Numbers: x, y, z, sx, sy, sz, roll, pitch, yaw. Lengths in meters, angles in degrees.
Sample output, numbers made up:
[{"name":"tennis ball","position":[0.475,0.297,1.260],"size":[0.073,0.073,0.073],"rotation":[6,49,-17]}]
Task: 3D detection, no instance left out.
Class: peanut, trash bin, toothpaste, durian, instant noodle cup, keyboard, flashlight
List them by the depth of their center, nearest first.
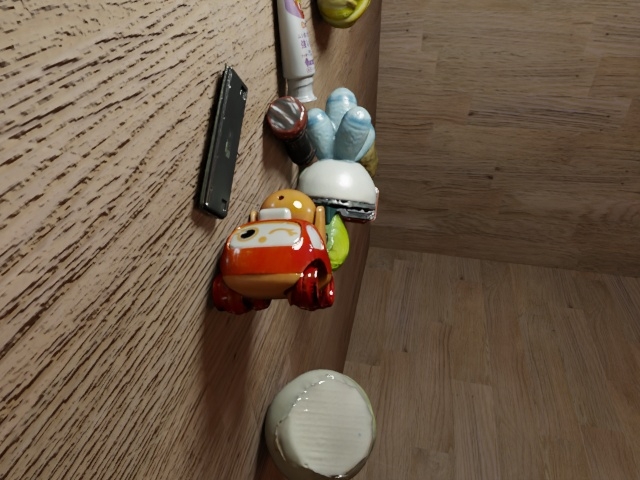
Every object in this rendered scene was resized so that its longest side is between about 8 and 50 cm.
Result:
[{"name":"keyboard","position":[-0.152,-0.151,0.671],"size":[0.093,0.025,0.231],"rotation":[42,55,-75]},{"name":"toothpaste","position":[-0.058,-0.447,0.894],"size":[0.114,0.072,0.300],"rotation":[-65,151,-59]},{"name":"flashlight","position":[-0.060,-0.239,0.966],"size":[0.232,0.092,0.093],"rotation":[55,43,-81]},{"name":"instant noodle cup","position":[0.011,-0.129,1.416],"size":[0.179,0.070,0.157],"rotation":[-62,155,-59]},{"name":"durian","position":[0.040,0.025,1.594],"size":[0.139,0.101,0.251],"rotation":[24,69,-41]},{"name":"peanut","position":[0.138,-0.363,1.667],"size":[0.387,0.169,0.193],"rotation":[73,13,-62]},{"name":"trash bin","position":[0.151,-0.154,1.905],"size":[0.239,0.184,0.162],"rotation":[98,0,-82]}]

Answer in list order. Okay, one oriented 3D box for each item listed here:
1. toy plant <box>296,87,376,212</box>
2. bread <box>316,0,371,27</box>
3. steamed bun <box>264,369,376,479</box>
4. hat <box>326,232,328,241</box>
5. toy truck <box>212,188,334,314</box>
[{"name":"toy plant","position":[0.052,-0.252,1.165],"size":[0.247,0.246,0.333],"rotation":[-2,96,-79]},{"name":"bread","position":[0.079,-0.758,1.150],"size":[0.333,0.159,0.334],"rotation":[7,90,-81]},{"name":"steamed bun","position":[-0.012,0.509,1.160],"size":[0.309,0.308,0.310],"rotation":[7,90,-79]},{"name":"hat","position":[0.000,0.000,1.477],"size":[0.121,0.050,0.121],"rotation":[9,90,-81]},{"name":"toy truck","position":[-0.075,0.011,0.783],"size":[0.265,0.188,0.240],"rotation":[25,61,-78]}]
